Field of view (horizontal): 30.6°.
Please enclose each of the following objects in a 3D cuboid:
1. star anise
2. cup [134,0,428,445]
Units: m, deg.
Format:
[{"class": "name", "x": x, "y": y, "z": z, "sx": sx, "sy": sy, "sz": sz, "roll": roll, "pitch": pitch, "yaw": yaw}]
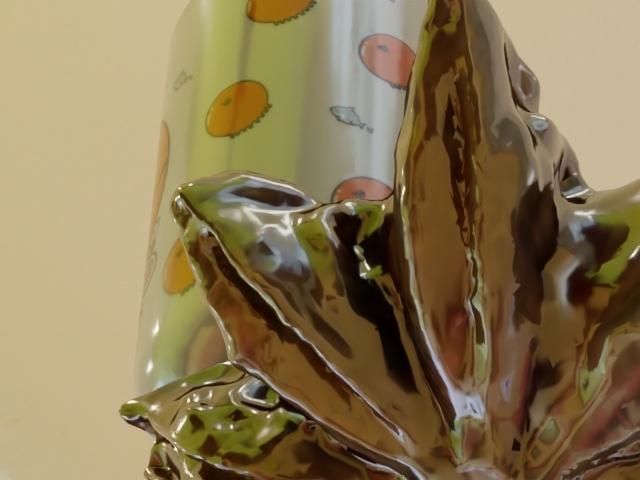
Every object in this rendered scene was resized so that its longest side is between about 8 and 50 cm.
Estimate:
[{"class": "star anise", "x": 0.074, "y": 0.067, "z": 0.397, "sx": 0.315, "sy": 0.108, "sz": 0.315, "roll": 6, "pitch": -70, "yaw": 16}, {"class": "cup", "x": 0.000, "y": 0.000, "z": 0.719, "sx": 0.212, "sy": 0.212, "sz": 0.317, "roll": -6, "pitch": -130, "yaw": 7}]
